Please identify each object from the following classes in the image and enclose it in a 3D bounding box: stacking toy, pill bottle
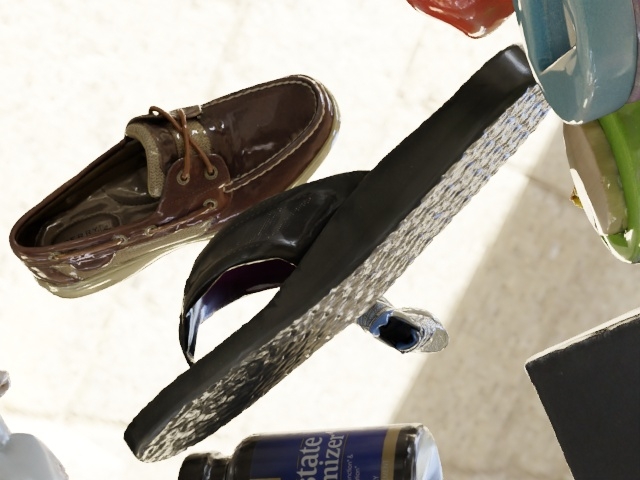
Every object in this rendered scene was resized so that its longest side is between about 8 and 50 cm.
[{"bbox_3d":[0.139,-0.090,0.980,0.130,0.309,0.279,-15,107,-6],"label":"stacking toy"},{"bbox_3d":[-0.009,0.227,1.474,0.123,0.219,0.123,-6,90,-74],"label":"pill bottle"}]

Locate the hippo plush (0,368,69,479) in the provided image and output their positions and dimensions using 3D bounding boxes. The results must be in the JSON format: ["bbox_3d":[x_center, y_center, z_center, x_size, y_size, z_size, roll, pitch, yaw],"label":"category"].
[{"bbox_3d":[-0.306,0.206,1.434,0.234,0.294,0.236,-37,167,-52],"label":"hippo plush"}]

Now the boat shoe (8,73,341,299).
[{"bbox_3d":[-0.141,-0.064,1.595,0.342,0.123,0.123,-27,157,1],"label":"boat shoe"}]

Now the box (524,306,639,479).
[{"bbox_3d":[0.463,0.200,1.157,0.480,0.297,0.472,-16,82,-46],"label":"box"}]

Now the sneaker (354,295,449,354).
[{"bbox_3d":[0.086,0.097,1.721,0.135,0.058,0.052,20,106,-40],"label":"sneaker"}]

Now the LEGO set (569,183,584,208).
[{"bbox_3d":[0.343,-0.092,1.833,0.132,0.287,0.107,18,54,-28],"label":"LEGO set"}]

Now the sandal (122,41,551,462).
[{"bbox_3d":[0.001,0.000,1.337,0.446,0.107,0.167,-44,164,-4],"label":"sandal"}]
